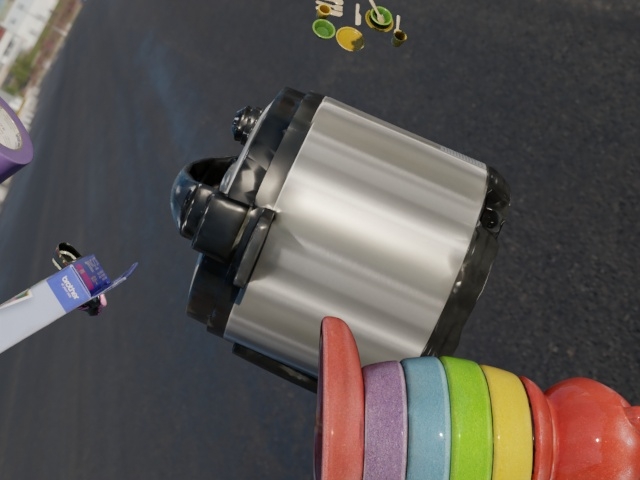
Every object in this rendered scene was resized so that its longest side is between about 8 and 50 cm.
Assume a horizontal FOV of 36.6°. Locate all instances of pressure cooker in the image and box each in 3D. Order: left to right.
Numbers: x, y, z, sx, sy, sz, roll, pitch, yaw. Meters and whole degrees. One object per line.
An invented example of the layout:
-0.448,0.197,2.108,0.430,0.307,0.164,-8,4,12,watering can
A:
0.002,-0.006,1.319,0.370,0.420,0.375,115,178,-60,pressure cooker

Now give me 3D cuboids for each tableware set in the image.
0.062,-0.343,1.540,0.024,0.154,0.104,124,154,-57,tableware set

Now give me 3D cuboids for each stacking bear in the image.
0.142,0.177,0.861,0.164,0.289,0.175,-93,6,-61,stacking bear

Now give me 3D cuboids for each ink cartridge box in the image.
-0.407,0.101,1.353,0.311,0.065,0.186,-29,6,-2,ink cartridge box

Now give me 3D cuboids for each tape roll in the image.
-0.616,-0.195,1.758,0.080,0.189,0.189,-33,26,12,tape roll

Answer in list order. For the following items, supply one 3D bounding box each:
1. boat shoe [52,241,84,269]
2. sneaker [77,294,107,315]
-0.463,0.051,1.848,0.133,0.049,0.042,38,121,29,boat shoe
-0.490,0.135,2.047,0.119,0.057,0.047,-44,64,60,sneaker
